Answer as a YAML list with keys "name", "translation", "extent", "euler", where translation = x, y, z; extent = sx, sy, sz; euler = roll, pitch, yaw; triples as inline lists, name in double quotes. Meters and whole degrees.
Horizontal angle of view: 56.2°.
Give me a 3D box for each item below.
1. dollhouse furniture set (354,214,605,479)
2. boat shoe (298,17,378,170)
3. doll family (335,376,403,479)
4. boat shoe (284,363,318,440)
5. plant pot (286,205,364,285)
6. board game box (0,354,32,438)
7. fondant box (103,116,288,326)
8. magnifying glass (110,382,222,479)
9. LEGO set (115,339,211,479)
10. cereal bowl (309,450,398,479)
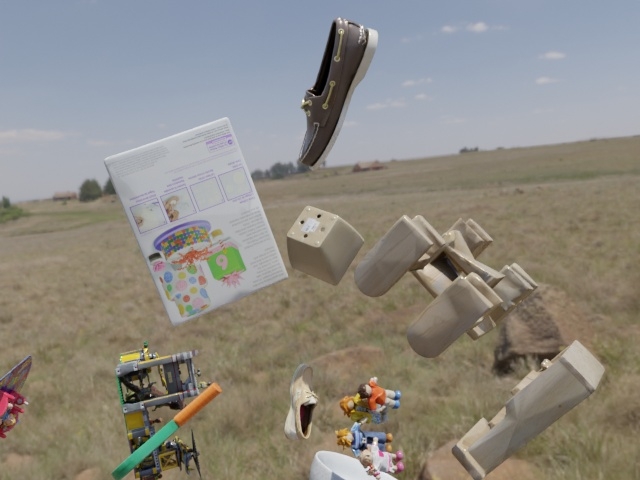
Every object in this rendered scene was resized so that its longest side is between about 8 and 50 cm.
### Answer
- name: "dollhouse furniture set"
  translation: [0.261, 0.174, 1.090]
  extent: [0.256, 0.394, 0.362]
  euler: [-50, -22, 22]
- name: "boat shoe"
  translation: [0.014, -0.308, 1.284]
  extent: [0.097, 0.324, 0.116]
  euler: [17, 24, -19]
- name: "doll family"
  translation: [0.116, 0.493, 1.565]
  extent: [0.163, 0.262, 0.118]
  euler: [23, -38, -33]
- name: "boat shoe"
  translation: [-0.034, 0.363, 1.343]
  extent: [0.059, 0.170, 0.063]
  euler: [-7, -22, 41]
- name: "plant pot"
  translation: [0.000, 0.000, 1.098]
  extent: [0.109, 0.109, 0.096]
  euler: [21, -23, 30]
- name: "board game box"
  translation: [-0.445, 0.242, 0.845]
  extent: [0.033, 0.133, 0.168]
  euler: [28, 12, -5]
- name: "fondant box"
  translation: [-0.233, -0.036, 1.139]
  extent: [0.238, 0.330, 0.096]
  euler: [-23, 8, -17]
- name: "magnifying glass"
  translation: [-0.266, 0.333, 1.040]
  extent: [0.231, 0.026, 0.092]
  euler: [-43, -6, -4]
- name: "LEGO set"
  translation: [-0.344, 0.381, 1.377]
  extent: [0.192, 0.331, 0.255]
  euler: [-10, -12, -15]
- name: "cereal bowl"
  translation: [0.115, 0.757, 1.754]
  extent: [0.339, 0.141, 0.339]
  euler: [22, -7, 3]
